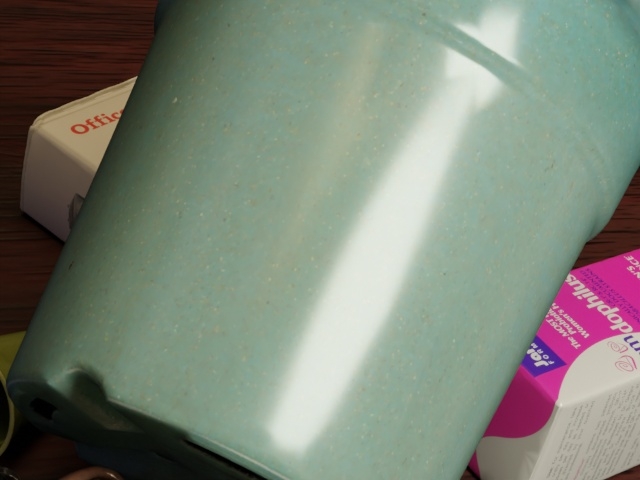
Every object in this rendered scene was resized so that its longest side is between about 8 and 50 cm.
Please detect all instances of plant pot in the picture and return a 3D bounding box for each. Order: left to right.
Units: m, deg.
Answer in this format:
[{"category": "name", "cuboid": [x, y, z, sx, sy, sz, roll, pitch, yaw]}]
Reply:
[{"category": "plant pot", "cuboid": [-0.206, 0.092, 0.983, 0.083, 0.083, 0.079, 29, 26, 19]}, {"category": "plant pot", "cuboid": [0.000, 0.000, 0.907, 0.341, 0.341, 0.334, 22, 69, 10]}]

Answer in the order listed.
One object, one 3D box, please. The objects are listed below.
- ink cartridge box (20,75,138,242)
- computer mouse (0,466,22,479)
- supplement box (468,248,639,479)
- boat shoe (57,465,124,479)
[{"category": "ink cartridge box", "cuboid": [-0.100, -0.029, 1.168, 0.218, 0.092, 0.158, 36, 40, 24]}, {"category": "computer mouse", "cuboid": [-0.244, 0.200, 0.856, 0.071, 0.041, 0.242, 35, 32, 12]}, {"category": "supplement box", "cuboid": [0.198, 0.094, 1.093, 0.220, 0.114, 0.111, -16, 46, -34]}, {"category": "boat shoe", "cuboid": [-0.173, 0.225, 0.725, 0.123, 0.123, 0.342, 43, 28, -6]}]
